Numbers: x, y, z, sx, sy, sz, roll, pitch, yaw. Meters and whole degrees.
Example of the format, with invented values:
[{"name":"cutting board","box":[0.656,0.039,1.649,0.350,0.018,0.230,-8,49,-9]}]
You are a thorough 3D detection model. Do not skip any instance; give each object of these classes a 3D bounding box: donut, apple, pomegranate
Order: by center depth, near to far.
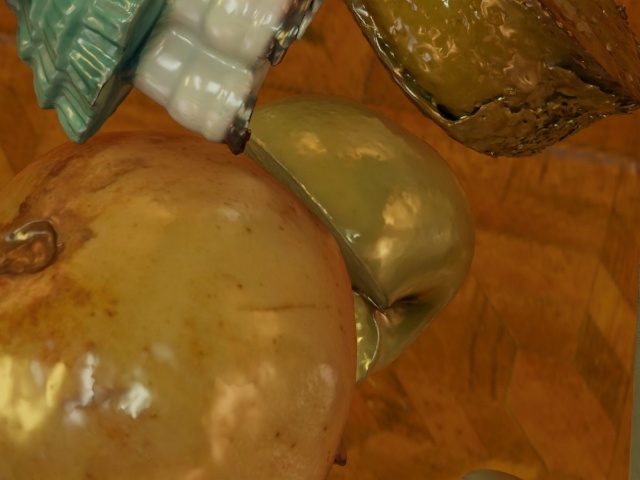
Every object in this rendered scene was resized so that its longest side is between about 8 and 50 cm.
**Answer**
[{"name":"donut","box":[0.088,-0.165,1.108,0.107,0.272,0.272,-37,66,21]},{"name":"pomegranate","box":[-0.117,0.100,1.237,0.338,0.338,0.338,-3,69,8]},{"name":"apple","box":[0.016,-0.010,1.789,0.233,0.295,0.258,-21,58,-40]}]

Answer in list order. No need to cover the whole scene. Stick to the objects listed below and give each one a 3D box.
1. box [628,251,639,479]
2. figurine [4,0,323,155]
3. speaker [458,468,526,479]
[{"name":"box","box":[0.247,0.130,0.665,0.090,0.367,0.373,-17,34,-20]},{"name":"figurine","box":[-0.126,-0.113,0.669,0.246,0.110,0.138,29,114,-1]},{"name":"speaker","box":[0.156,0.452,1.820,0.183,0.184,0.406,26,92,-16]}]
